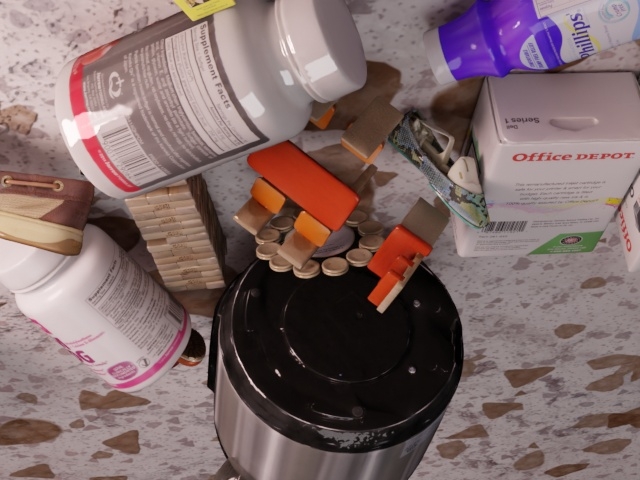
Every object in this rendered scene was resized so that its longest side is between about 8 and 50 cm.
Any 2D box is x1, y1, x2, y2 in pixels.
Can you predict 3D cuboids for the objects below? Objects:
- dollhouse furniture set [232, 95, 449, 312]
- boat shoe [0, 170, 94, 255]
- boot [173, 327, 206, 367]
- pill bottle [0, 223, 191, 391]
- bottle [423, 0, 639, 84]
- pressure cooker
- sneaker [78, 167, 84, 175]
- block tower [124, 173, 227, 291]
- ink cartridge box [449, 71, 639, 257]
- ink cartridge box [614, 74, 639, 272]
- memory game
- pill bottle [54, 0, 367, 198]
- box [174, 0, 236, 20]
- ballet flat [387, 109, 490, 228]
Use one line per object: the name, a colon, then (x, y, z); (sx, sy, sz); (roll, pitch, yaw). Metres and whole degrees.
dollhouse furniture set: (0.020, -0.045, 1.393); (0.259, 0.135, 0.262); (37, 141, 4)
boat shoe: (-0.454, -0.082, 1.400); (0.342, 0.123, 0.123); (17, 177, -1)
boot: (-0.232, 0.178, 1.765); (0.059, 0.158, 0.084); (-11, 114, -35)
pill bottle: (-0.330, 0.078, 1.583); (0.160, 0.160, 0.283); (-23, 128, 26)
bottle: (0.258, -0.250, 1.246); (0.283, 0.092, 0.118); (-17, 148, 18)
pressure cooker: (0.010, 0.233, 1.733); (0.370, 0.375, 0.420); (-1, 147, -8)
sneaker: (-0.290, -0.113, 1.436); (0.032, 0.037, 0.083); (14, 142, -26)
block tower: (-0.200, -0.041, 1.517); (0.091, 0.097, 0.335); (-7, 150, 4)
ink cartridge box: (0.298, -0.096, 1.484); (0.201, 0.117, 0.278); (-2, 149, -6)
ink cartridge box: (0.465, -0.107, 1.418); (0.114, 0.197, 0.273); (-2, 149, -5)
memory game: (0.000, 0.000, 1.550); (0.186, 0.186, 0.012); (-5, 121, -1)
pill bottle: (-0.118, -0.174, 1.230); (0.319, 0.176, 0.176); (-19, 147, 20)
box: (-0.163, -0.318, 1.073); (0.058, 0.087, 0.232); (-17, 148, 22)
ballet flat: (0.159, -0.097, 1.414); (0.070, 0.188, 0.070); (-35, 157, -17)
